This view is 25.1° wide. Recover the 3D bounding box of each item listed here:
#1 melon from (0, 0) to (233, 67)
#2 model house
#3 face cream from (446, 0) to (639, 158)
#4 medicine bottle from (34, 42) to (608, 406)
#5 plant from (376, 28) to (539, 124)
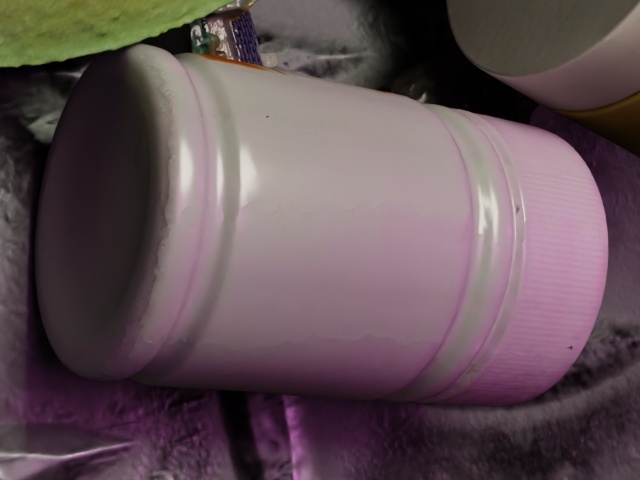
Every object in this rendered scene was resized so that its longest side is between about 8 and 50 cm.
[{"bbox_3d":[-0.179,-0.288,0.787,0.331,0.226,0.343,-24,67,-26],"label":"melon"},{"bbox_3d":[-0.069,-0.146,0.969,0.100,0.088,0.100,-13,90,-34],"label":"model house"},{"bbox_3d":[0.225,-0.177,0.983,0.179,0.218,0.218,23,67,-35],"label":"face cream"},{"bbox_3d":[0.000,0.000,0.910,0.316,0.202,0.202,9,74,-31],"label":"medicine bottle"},{"bbox_3d":[0.106,-0.113,1.080,0.143,0.092,0.094,-28,86,-29],"label":"plant"}]
